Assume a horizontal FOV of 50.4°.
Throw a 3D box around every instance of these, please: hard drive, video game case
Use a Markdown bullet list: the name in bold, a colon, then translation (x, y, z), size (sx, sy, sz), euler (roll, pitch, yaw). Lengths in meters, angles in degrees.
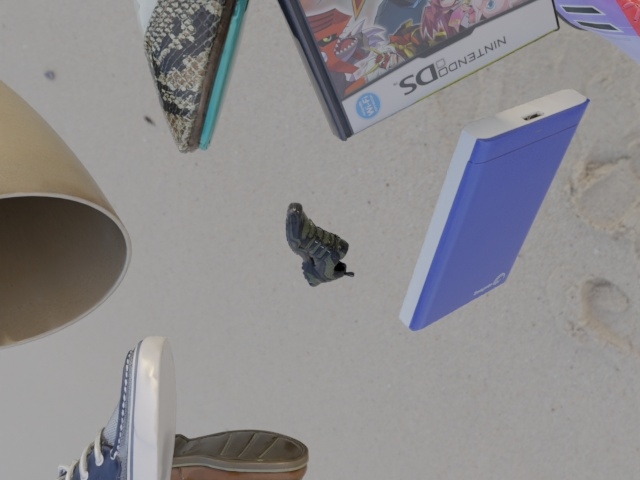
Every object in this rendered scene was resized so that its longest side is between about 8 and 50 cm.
- **hard drive**: translation (0.223, -0.033, 0.903), size (0.040, 0.210, 0.319), euler (44, 141, 32)
- **video game case**: translation (0.075, -0.265, 0.610), size (0.275, 0.248, 0.035), euler (65, 174, -28)

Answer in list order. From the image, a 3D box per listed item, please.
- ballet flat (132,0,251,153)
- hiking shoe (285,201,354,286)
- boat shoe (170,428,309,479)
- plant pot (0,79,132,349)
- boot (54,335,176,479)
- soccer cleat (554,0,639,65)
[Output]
- **ballet flat**: translation (-0.102, -0.339, 0.703), size (0.182, 0.164, 0.483), euler (25, 97, -10)
- **hiking shoe**: translation (0.000, 0.000, 1.435), size (0.114, 0.086, 0.227), euler (-11, 134, 13)
- **boat shoe**: translation (-0.159, 0.351, 1.013), size (0.307, 0.111, 0.104), euler (-4, 95, 18)
- **plant pot**: translation (-0.378, -0.060, 0.762), size (0.274, 0.256, 0.256), euler (60, 141, 30)
- **boot**: translation (-0.145, 0.157, 0.452), size (0.086, 0.069, 0.190), euler (3, 92, -2)
- **soccer cleat**: translation (0.430, -0.309, 0.926), size (0.318, 0.116, 0.108), euler (43, 95, 4)
